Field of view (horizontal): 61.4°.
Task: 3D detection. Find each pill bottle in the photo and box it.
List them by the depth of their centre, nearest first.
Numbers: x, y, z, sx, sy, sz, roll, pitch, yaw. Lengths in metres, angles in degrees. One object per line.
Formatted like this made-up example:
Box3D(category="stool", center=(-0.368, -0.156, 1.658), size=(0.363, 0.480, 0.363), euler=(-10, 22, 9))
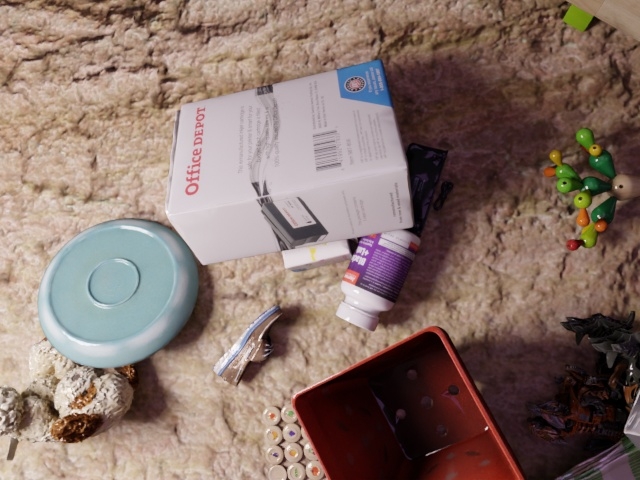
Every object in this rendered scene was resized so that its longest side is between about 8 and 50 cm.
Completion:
Box3D(category="pill bottle", center=(0.103, 0.066, 1.009), size=(0.108, 0.108, 0.193), euler=(23, 86, 10))

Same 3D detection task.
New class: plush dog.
Box3D(category="plush dog", center=(-0.469, 0.311, 1.025), size=(0.226, 0.262, 0.210), euler=(-5, 115, 17))

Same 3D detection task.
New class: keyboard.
Box3D(category="keyboard", center=(0.201, -0.097, 1.060), size=(0.108, 0.023, 0.180), euler=(17, 86, 16))

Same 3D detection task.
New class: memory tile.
Box3D(category="memory tile", center=(-0.053, 0.390, 1.039), size=(0.113, 0.012, 0.148), euler=(-8, 82, 7))

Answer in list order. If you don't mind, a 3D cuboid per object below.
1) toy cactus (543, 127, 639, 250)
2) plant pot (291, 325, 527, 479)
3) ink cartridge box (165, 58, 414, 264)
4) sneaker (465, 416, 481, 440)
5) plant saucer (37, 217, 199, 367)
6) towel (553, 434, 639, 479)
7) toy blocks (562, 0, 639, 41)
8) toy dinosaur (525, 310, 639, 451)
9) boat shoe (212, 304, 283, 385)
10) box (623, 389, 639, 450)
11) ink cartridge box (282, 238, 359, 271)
Box3D(category="toy cactus", center=(0.510, -0.092, 0.989), size=(0.181, 0.112, 0.218), euler=(-1, 80, -11))
Box3D(category="plant pot", center=(0.159, 0.297, 0.891), size=(0.267, 0.236, 0.267), euler=(-31, 79, 18))
Box3D(category="ink cartridge box", center=(-0.053, -0.141, 0.977), size=(0.395, 0.166, 0.285), euler=(-10, 52, 7))
Box3D(category="sneaker", center=(0.278, 0.362, 0.984), size=(0.037, 0.032, 0.083), euler=(-25, 79, 4))
Box3D(category="plant saucer", center=(-0.402, 0.087, 1.059), size=(0.318, 0.043, 0.317), euler=(0, 63, 0))
Box3D(category="towel", center=(0.507, 0.447, 0.893), size=(0.325, 0.038, 0.248), euler=(-33, 104, 3))
Box3D(category="toy blocks", center=(0.594, -0.534, 0.997), size=(0.381, 0.190, 0.261), euler=(37, 78, 11))
Box3D(category="toy dinosaur", center=(0.512, 0.245, 0.932), size=(0.322, 0.164, 0.218), euler=(-16, 95, -18))
Box3D(category="boat shoe", center=(-0.127, 0.206, 1.052), size=(0.066, 0.066, 0.183), euler=(42, 100, 6))
Box3D(category="box", center=(0.610, 0.284, 0.816), size=(0.307, 0.076, 0.242), euler=(45, 66, -17))
Box3D(category="ink cartridge box", center=(0.000, 0.000, 1.041), size=(0.143, 0.092, 0.089), euler=(-13, 80, 5))
